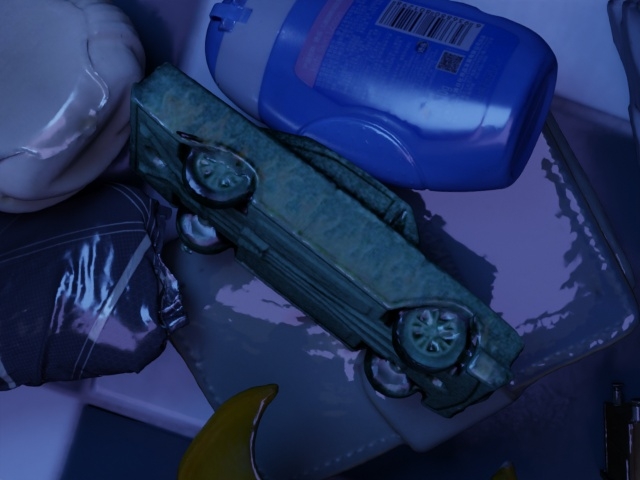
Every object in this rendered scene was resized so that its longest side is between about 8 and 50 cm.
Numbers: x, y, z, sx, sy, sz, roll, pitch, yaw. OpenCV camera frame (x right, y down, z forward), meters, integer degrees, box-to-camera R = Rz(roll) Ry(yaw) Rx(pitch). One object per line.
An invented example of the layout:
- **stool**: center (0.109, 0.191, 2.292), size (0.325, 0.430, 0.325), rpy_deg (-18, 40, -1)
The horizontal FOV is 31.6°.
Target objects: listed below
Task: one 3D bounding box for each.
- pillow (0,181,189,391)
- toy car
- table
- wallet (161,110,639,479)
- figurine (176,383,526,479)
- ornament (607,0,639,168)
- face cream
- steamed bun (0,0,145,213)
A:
- **pillow**: center (-0.267, 0.056, 0.892), size (0.335, 0.092, 0.161), rpy_deg (-13, 68, 9)
- **toy car**: center (0.000, 0.000, 0.804), size (0.320, 0.141, 0.097), rpy_deg (37, 69, 4)
- **table**: center (0.270, 0.161, 0.916), size (0.070, 0.083, 0.082), rpy_deg (-3, 95, 0)
- **wallet**: center (0.056, 0.043, 0.904), size (0.360, 0.083, 0.252), rpy_deg (-29, 93, 10)
- **figurine**: center (-0.002, 0.319, 0.862), size (0.387, 0.268, 0.401), rpy_deg (-36, 83, 30)
- **ornament**: center (0.356, -0.078, 0.779), size (0.239, 0.239, 0.240), rpy_deg (-14, 101, 6)
- **face cream**: center (0.032, -0.123, 0.836), size (0.264, 0.083, 0.149), rpy_deg (21, 75, 20)
- **steamed bun**: center (-0.210, -0.107, 0.858), size (0.183, 0.106, 0.183), rpy_deg (-8, 65, 19)
